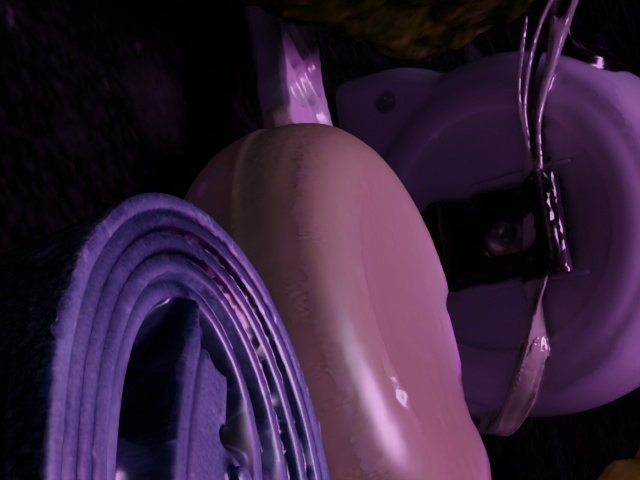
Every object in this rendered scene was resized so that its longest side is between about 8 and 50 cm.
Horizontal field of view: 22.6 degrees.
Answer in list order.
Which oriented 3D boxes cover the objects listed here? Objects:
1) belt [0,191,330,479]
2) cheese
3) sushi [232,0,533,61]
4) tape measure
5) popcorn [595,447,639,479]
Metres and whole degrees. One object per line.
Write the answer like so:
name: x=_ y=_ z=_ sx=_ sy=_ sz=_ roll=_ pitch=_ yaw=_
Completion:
belt: x=-0.056 y=0.078 z=0.415 sx=0.141 sy=0.082 sz=0.190 roll=47 pitch=32 yaw=-45
cheese: x=0.000 y=0.000 z=0.639 sx=0.163 sy=0.082 sz=0.286 roll=48 pitch=30 yaw=-52
sushi: x=0.005 y=-0.264 z=0.649 sx=0.294 sy=0.178 sz=0.352 roll=1 pitch=62 yaw=-54
tape measure: x=0.098 y=-0.011 z=0.769 sx=0.105 sy=0.178 sz=0.196 roll=6 pitch=67 yaw=-57
popcorn: x=0.212 y=0.224 z=0.844 sx=0.250 sy=0.235 sz=0.242 roll=-30 pitch=99 yaw=-30
